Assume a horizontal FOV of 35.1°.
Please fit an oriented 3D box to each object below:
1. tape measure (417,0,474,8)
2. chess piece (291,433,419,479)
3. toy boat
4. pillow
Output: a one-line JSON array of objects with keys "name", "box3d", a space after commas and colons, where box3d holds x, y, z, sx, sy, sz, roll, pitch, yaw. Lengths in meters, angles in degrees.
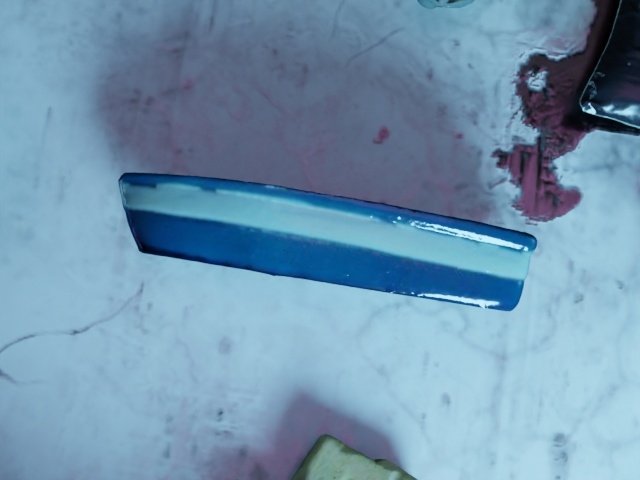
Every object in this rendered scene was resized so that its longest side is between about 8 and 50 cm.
[{"name": "tape measure", "box3d": [0.117, -0.280, 0.771, 0.200, 0.106, 0.175, -45, 99, -7]}, {"name": "chess piece", "box3d": [-0.011, 0.232, 0.694, 0.090, 0.090, 0.200, 34, 69, 3]}, {"name": "toy boat", "box3d": [0.000, 0.000, 0.722, 0.299, 0.096, 0.061, 10, 89, 1]}, {"name": "pillow", "box3d": [0.294, -0.173, 0.785, 0.141, 0.055, 0.208, 18, 79, 6]}]
